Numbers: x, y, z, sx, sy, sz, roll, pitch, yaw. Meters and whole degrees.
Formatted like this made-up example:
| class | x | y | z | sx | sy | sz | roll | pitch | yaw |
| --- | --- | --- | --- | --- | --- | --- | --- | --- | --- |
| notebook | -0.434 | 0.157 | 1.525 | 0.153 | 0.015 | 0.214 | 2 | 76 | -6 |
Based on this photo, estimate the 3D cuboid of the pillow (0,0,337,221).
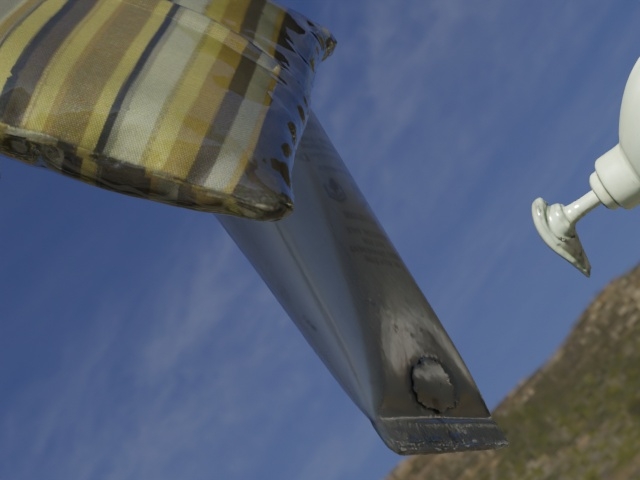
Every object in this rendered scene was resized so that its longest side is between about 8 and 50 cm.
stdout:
| class | x | y | z | sx | sy | sz | roll | pitch | yaw |
| --- | --- | --- | --- | --- | --- | --- | --- | --- | --- |
| pillow | -0.101 | -0.076 | 0.505 | 0.208 | 0.212 | 0.052 | -81 | 9 | -68 |

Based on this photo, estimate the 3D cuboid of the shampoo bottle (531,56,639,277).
| class | x | y | z | sx | sy | sz | roll | pitch | yaw |
| --- | --- | --- | --- | --- | --- | --- | --- | --- | --- |
| shampoo bottle | 0.132 | -0.044 | 0.464 | 0.152 | 0.045 | 0.077 | -34 | -51 | 24 |

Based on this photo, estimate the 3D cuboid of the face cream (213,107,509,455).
| class | x | y | z | sx | sy | sz | roll | pitch | yaw |
| --- | --- | --- | --- | --- | --- | --- | --- | --- | --- |
| face cream | 0.000 | 0.000 | 0.862 | 0.089 | 0.314 | 0.143 | -46 | -28 | 19 |
